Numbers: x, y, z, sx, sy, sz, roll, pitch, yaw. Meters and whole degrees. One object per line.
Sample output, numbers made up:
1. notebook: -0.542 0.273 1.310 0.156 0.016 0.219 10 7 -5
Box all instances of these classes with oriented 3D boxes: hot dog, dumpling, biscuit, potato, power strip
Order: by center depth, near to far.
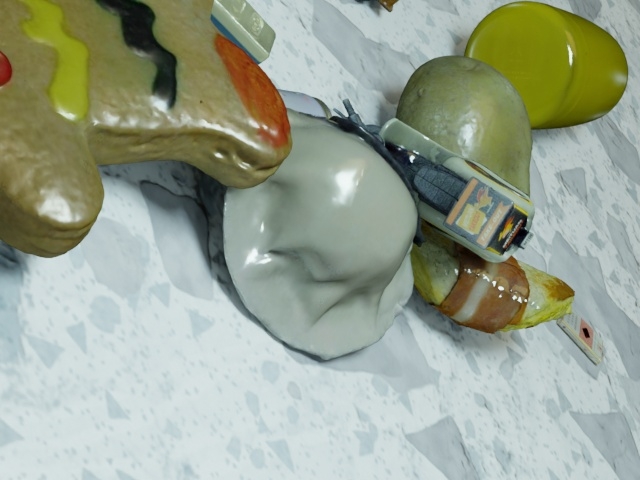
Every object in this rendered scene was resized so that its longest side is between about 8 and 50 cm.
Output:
1. biscuit: -0.210 -0.168 1.416 0.394 0.076 0.368 -9 63 -44
2. dumpling: 0.015 -0.010 1.604 0.293 0.163 0.204 53 25 -29
3. power strip: -0.100 -0.252 1.779 0.123 0.032 0.056 45 34 -21
4. hot dog: 0.172 0.054 1.821 0.262 0.093 0.123 23 17 -13
5. potato: 0.177 -0.113 1.934 0.178 0.160 0.235 -13 86 -19

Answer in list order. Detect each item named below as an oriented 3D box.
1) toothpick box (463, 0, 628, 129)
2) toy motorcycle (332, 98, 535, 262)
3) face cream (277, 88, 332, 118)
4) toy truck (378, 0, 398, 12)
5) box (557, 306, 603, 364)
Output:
1. toothpick box: 0.332 -0.242 2.255 0.271 0.175 0.175 -3 65 -59
2. toy motorcycle: 0.122 -0.066 1.756 0.263 0.091 0.157 34 5 30
3. face cream: -0.062 -0.125 1.678 0.229 0.075 0.075 3 60 -55
4. toy truck: 0.038 -0.456 2.036 0.305 0.162 0.136 42 34 -24
5. box: 0.342 0.121 2.089 0.083 0.012 0.046 46 32 -19
